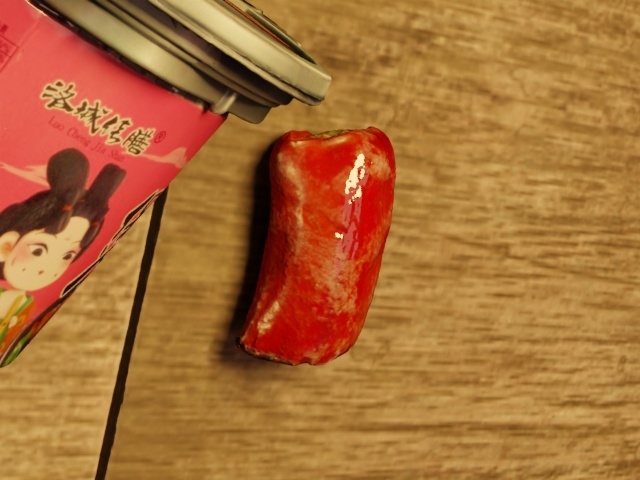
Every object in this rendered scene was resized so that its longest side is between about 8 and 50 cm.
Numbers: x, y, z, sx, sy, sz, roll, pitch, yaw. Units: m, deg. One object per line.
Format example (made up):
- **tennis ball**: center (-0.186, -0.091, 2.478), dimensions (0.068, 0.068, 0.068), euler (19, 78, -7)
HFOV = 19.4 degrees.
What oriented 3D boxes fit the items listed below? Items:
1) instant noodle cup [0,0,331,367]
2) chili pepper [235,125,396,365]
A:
- **instant noodle cup**: center (-0.150, -0.064, 0.680), dimensions (0.302, 0.258, 0.181), euler (31, 99, -45)
- **chili pepper**: center (0.000, 0.000, 0.950), dimensions (0.073, 0.070, 0.123), euler (3, 106, -27)
